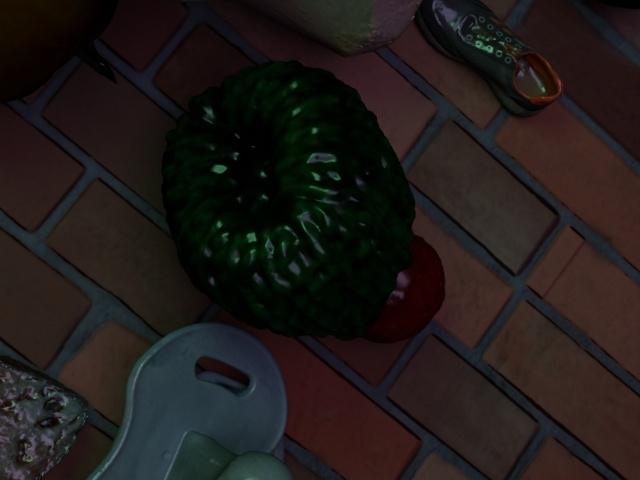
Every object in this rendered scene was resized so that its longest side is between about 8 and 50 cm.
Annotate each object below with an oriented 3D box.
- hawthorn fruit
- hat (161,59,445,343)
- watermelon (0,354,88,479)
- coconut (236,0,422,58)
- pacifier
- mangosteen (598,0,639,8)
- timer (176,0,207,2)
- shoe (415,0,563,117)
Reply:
[{"bbox_3d":[-0.299,-0.246,1.284,0.301,0.268,0.268,45,76,-25],"label":"hawthorn fruit"},{"bbox_3d":[0.000,0.000,1.421,0.332,0.242,0.274,44,33,-47],"label":"hat"},{"bbox_3d":[-0.295,0.187,1.386,0.139,0.071,0.187,-9,85,-25],"label":"watermelon"},{"bbox_3d":[-0.004,-0.320,1.395,0.245,0.233,0.233,28,81,-21],"label":"coconut"},{"bbox_3d":[-0.099,0.233,1.372,0.238,0.226,0.287,32,81,-35],"label":"pacifier"},{"bbox_3d":[0.346,-0.353,1.542,0.210,0.210,0.210,0,90,-19],"label":"mangosteen"},{"bbox_3d":[-0.150,-0.401,1.172,0.315,0.291,0.291,40,76,18],"label":"timer"},{"bbox_3d":[0.190,-0.212,1.542,0.194,0.077,0.074,41,78,-15],"label":"shoe"}]
